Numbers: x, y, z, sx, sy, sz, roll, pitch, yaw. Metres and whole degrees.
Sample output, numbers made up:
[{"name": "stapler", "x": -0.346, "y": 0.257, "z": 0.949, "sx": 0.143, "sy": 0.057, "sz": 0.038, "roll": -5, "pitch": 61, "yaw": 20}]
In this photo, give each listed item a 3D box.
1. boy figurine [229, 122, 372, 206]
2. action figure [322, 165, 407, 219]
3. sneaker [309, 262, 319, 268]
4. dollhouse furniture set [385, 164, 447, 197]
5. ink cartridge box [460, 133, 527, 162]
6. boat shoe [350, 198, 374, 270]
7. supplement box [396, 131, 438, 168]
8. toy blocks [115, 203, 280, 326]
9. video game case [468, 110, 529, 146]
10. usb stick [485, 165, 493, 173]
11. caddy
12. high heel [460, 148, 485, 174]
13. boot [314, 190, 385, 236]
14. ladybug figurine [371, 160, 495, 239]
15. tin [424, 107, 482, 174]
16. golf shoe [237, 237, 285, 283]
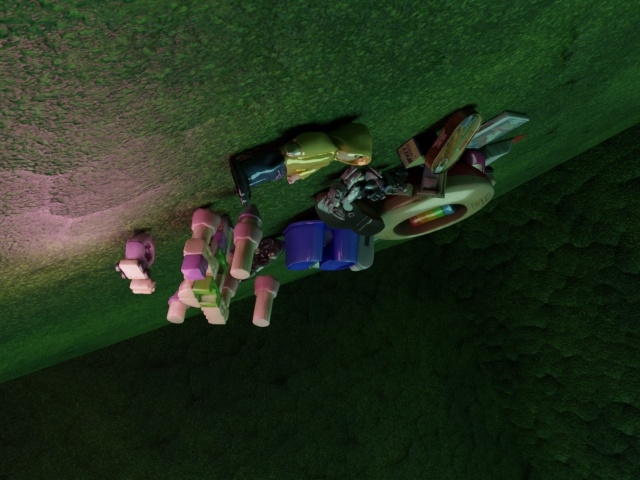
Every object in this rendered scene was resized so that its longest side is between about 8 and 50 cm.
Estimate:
[{"name": "boy figurine", "x": -0.034, "y": -0.154, "z": 1.115, "sx": 0.285, "sy": 0.092, "sz": 0.177, "roll": -18, "pitch": 169, "yaw": -12}, {"name": "action figure", "x": 0.116, "y": -0.141, "z": 1.567, "sx": 0.185, "sy": 0.099, "sz": 0.285, "roll": -36, "pitch": 168, "yaw": 38}, {"name": "sneaker", "x": -0.025, "y": 0.050, "z": 2.539, "sx": 0.131, "sy": 0.112, "sz": 0.296, "roll": -42, "pitch": 171, "yaw": 7}, {"name": "dollhouse furniture set", "x": 0.277, "y": -0.199, "z": 1.696, "sx": 0.183, "sy": 0.130, "sz": 0.129, "roll": 6, "pitch": -179, "yaw": 19}, {"name": "ink cartridge box", "x": 0.632, "y": -0.307, "z": 2.088, "sx": 0.232, "sy": 0.066, "sz": 0.189, "roll": -13, "pitch": 168, "yaw": -30}, {"name": "boat shoe", "x": 0.151, "y": -0.017, "z": 2.031, "sx": 0.096, "sy": 0.268, "sz": 0.088, "roll": 17, "pitch": 157, "yaw": -27}, {"name": "supplement box", "x": 0.263, "y": -0.238, "z": 1.499, "sx": 0.083, "sy": 0.056, "sz": 0.083, "roll": -18, "pitch": 170, "yaw": -33}, {"name": "toy blocks", "x": -0.267, "y": 0.029, "z": 1.376, "sx": 0.308, "sy": 0.260, "sz": 0.289, "roll": 0, "pitch": 144, "yaw": 8}, {"name": "video game case", "x": 0.514, "y": -0.330, "z": 1.713, "sx": 0.183, "sy": 0.023, "sz": 0.201, "roll": -28, "pitch": 171, "yaw": 36}, {"name": "usb stick", "x": 0.624, "y": -0.277, "z": 2.287, "sx": 0.077, "sy": 0.045, "sz": 0.278, "roll": -9, "pitch": -179, "yaw": 34}, {"name": "caddy", "x": 0.000, "y": 0.000, "z": 1.932, "sx": 0.241, "sy": 0.179, "sz": 0.341, "roll": 0, "pitch": 171, "yaw": -14}, {"name": "high heel", "x": 0.529, "y": -0.219, "z": 1.960, "sx": 0.082, "sy": 0.117, "sz": 0.244, "roll": -2, "pitch": 158, "yaw": 17}, {"name": "boot", "x": 0.077, "y": -0.104, "z": 1.743, "sx": 0.112, "sy": 0.115, "sz": 0.305, "roll": -35, "pitch": 148, "yaw": 26}, {"name": "ladybug figurine", "x": 0.359, "y": -0.140, "z": 1.906, "sx": 0.449, "sy": 0.162, "sz": 0.305, "roll": -20, "pitch": 157, "yaw": 19}, {"name": "tin", "x": 0.335, "y": -0.250, "z": 1.439, "sx": 0.106, "sy": 0.040, "sz": 0.190, "roll": -2, "pitch": 134, "yaw": -43}, {"name": "golf shoe", "x": -0.240, "y": 0.077, "z": 2.042, "sx": 0.272, "sy": 0.105, "sz": 0.120, "roll": -26, "pitch": 179, "yaw": 25}]
